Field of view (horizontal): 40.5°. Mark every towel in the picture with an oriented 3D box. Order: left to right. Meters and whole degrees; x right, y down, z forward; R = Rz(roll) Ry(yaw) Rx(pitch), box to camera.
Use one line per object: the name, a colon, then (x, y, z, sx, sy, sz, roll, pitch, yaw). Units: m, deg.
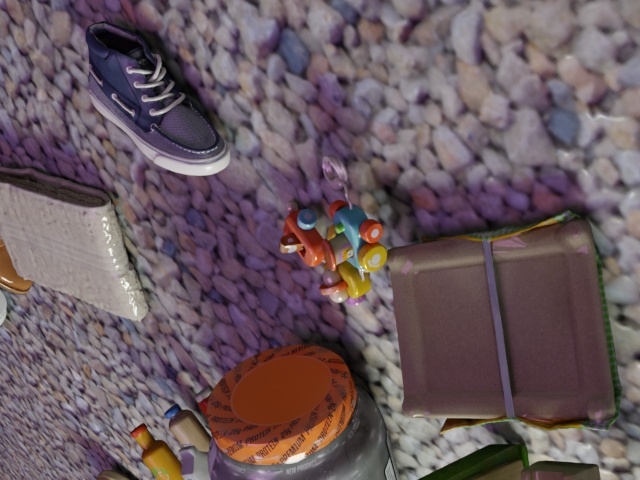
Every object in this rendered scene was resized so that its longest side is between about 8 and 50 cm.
towel: (-0.351, -0.001, 1.180, 0.282, 0.049, 0.187, 16, 133, 36)

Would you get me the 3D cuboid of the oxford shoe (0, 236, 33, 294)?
oxford shoe: (-0.495, -0.006, 1.311, 0.076, 0.076, 0.212, -26, 118, 12)

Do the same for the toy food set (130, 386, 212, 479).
toy food set: (-0.156, 0.259, 1.146, 0.105, 0.111, 0.232, 54, 146, -5)

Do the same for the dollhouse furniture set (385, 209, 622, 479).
dollhouse furniture set: (0.182, 0.135, 0.733, 0.197, 0.151, 0.302, -9, 85, 42)

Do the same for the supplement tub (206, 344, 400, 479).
supplement tub: (-0.006, 0.282, 0.945, 0.193, 0.193, 0.316, 10, 128, 41)

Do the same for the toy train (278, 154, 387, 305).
toy train: (0.000, 0.000, 0.781, 0.125, 0.046, 0.166, 56, 158, 13)

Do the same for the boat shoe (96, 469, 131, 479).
boat shoe: (-0.306, 0.565, 1.563, 0.341, 0.110, 0.121, 50, 143, 0)

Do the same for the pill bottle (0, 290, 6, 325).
pill bottle: (-0.591, 0.131, 1.512, 0.078, 0.078, 0.137, 50, 143, 0)

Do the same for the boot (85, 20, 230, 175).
boot: (-0.165, -0.140, 0.848, 0.190, 0.069, 0.086, 33, 143, 25)
